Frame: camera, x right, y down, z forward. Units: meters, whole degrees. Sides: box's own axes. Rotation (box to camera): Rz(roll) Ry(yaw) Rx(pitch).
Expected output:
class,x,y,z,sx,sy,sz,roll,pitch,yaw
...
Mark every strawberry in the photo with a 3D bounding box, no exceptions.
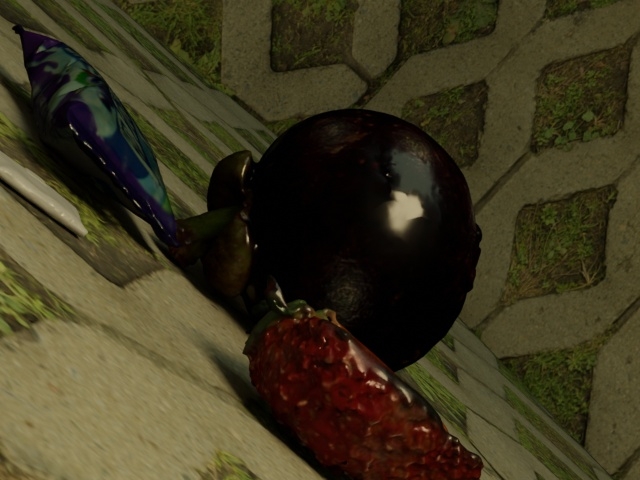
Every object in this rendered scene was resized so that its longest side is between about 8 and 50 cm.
class,x,y,z,sx,sy,sz,roll,pitch,yaw
strawberry,0.018,0.112,1.019,0.192,0.085,0.140,46,-5,-33

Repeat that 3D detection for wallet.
class,x,y,z,sx,sy,sz,roll,pitch,yaw
wallet,-0.195,-0.034,1.012,0.083,0.011,0.044,39,6,-30

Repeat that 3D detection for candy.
class,x,y,z,sx,sy,sz,roll,pitch,yaw
candy,-0.189,-0.091,1.227,0.145,0.070,0.275,49,-1,-31

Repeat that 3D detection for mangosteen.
class,x,y,z,sx,sy,sz,roll,pitch,yaw
mangosteen,0.000,0.000,1.229,0.265,0.228,0.228,4,12,-6
